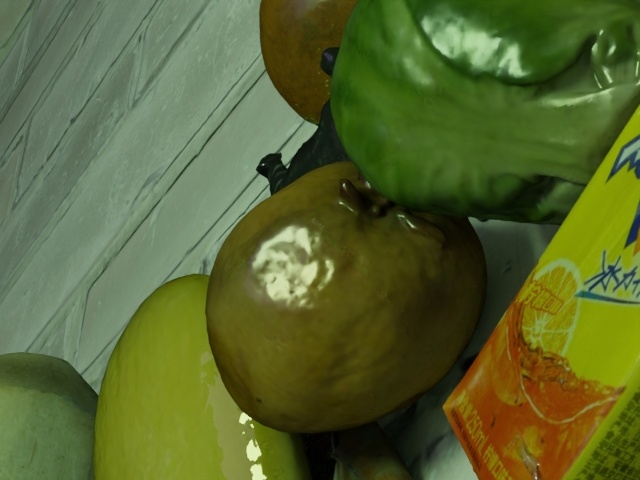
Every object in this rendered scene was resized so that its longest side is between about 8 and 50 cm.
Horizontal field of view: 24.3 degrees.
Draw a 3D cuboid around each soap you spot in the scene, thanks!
[{"bbox_3d":[-0.104,0.237,1.302,0.306,0.115,0.427,-54,43,44],"label":"soap"}]

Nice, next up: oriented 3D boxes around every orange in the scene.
[{"bbox_3d":[0.026,-0.228,1.428,0.237,0.158,0.179,-57,23,26],"label":"orange"}]

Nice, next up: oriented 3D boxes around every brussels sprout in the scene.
[{"bbox_3d":[0.144,-0.105,0.993,0.271,0.219,0.210,29,114,48],"label":"brussels sprout"}]

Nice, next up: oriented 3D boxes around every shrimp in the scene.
[{"bbox_3d":[0.033,0.209,1.177,0.236,0.053,0.133,-109,27,-50],"label":"shrimp"}]

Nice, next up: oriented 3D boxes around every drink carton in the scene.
[{"bbox_3d":[0.219,0.016,0.840,0.351,0.111,0.154,-59,25,19],"label":"drink carton"}]

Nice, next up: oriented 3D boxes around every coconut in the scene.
[{"bbox_3d":[-0.371,0.278,1.685,0.352,0.352,0.353,-48,29,40],"label":"coconut"}]

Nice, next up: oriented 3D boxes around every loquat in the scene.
[{"bbox_3d":[0.020,0.045,1.136,0.193,0.238,0.238,48,123,19],"label":"loquat"}]

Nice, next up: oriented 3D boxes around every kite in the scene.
[{"bbox_3d":[0.012,0.168,1.299,0.159,0.010,0.190,-37,39,49],"label":"kite"}]

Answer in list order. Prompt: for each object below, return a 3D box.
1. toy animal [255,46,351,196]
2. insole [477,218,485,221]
[{"bbox_3d":[-0.007,-0.005,1.381,0.343,0.106,0.168,-65,29,24],"label":"toy animal"},{"bbox_3d":[0.155,-0.088,1.213,0.053,0.002,0.153,14,83,67],"label":"insole"}]
